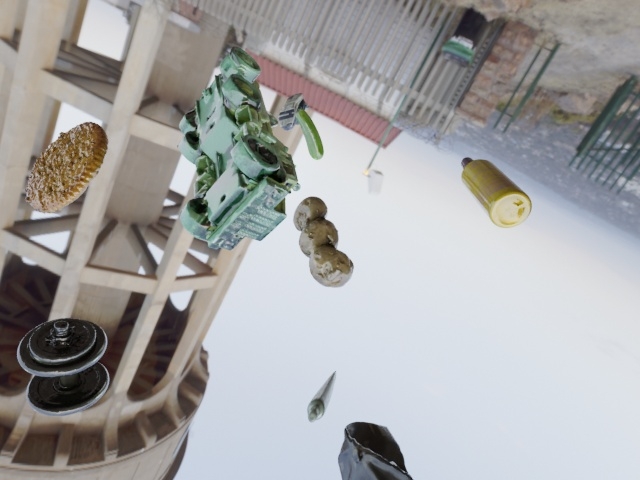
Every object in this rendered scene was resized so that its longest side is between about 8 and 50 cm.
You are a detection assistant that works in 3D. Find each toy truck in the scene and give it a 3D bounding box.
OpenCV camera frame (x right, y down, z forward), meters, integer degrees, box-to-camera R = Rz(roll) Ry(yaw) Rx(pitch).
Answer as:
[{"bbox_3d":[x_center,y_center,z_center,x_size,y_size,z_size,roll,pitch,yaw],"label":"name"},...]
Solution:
[{"bbox_3d":[-0.084,-0.106,0.511,0.135,0.128,0.259,28,-148,-35],"label":"toy truck"}]

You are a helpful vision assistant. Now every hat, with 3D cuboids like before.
[{"bbox_3d":[0.172,0.559,0.787,0.258,0.380,0.366,1,176,-19],"label":"hat"}]

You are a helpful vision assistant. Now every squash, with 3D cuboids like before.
[{"bbox_3d":[-0.016,-0.172,0.680,0.027,0.089,0.027,-16,-149,10],"label":"squash"}]

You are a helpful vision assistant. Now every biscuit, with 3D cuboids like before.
[{"bbox_3d":[-0.605,-0.180,0.995,0.254,0.254,0.035,42,177,37],"label":"biscuit"}]

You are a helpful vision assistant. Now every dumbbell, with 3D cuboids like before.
[{"bbox_3d":[-0.652,0.322,1.078,0.192,0.289,0.192,10,-151,-5],"label":"dumbbell"}]

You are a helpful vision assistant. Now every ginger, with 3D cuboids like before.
[{"bbox_3d":[0.000,0.000,0.813,0.104,0.080,0.204,19,-141,-52],"label":"ginger"}]

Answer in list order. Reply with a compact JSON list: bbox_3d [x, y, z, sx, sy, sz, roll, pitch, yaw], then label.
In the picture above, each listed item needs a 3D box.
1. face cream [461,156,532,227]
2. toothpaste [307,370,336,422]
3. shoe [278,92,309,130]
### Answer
[{"bbox_3d":[0.348,-0.120,0.883,0.078,0.078,0.273,23,-154,-12],"label":"face cream"},{"bbox_3d":[0.007,0.347,0.925,0.037,0.067,0.255,15,179,12],"label":"toothpaste"},{"bbox_3d":[-0.082,-0.393,1.311,0.064,0.142,0.071,-5,144,36],"label":"shoe"}]
